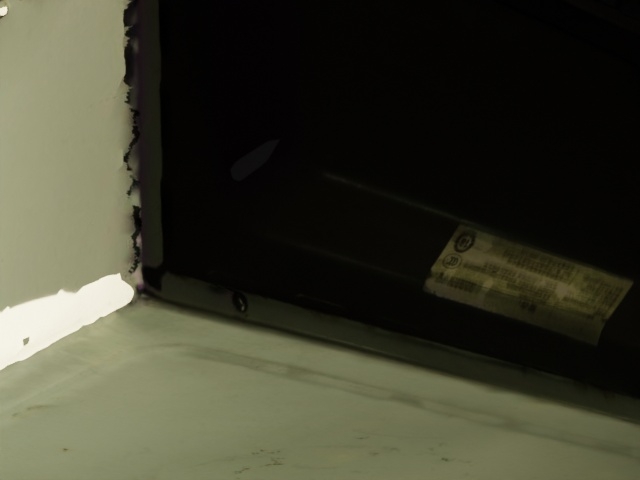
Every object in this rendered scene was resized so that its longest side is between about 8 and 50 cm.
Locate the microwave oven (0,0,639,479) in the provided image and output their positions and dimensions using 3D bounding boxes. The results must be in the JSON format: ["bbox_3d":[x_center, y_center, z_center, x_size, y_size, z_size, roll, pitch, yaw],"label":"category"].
[{"bbox_3d":[0.000,0.000,0.704,0.286,0.355,0.218,-30,54,44],"label":"microwave oven"}]
